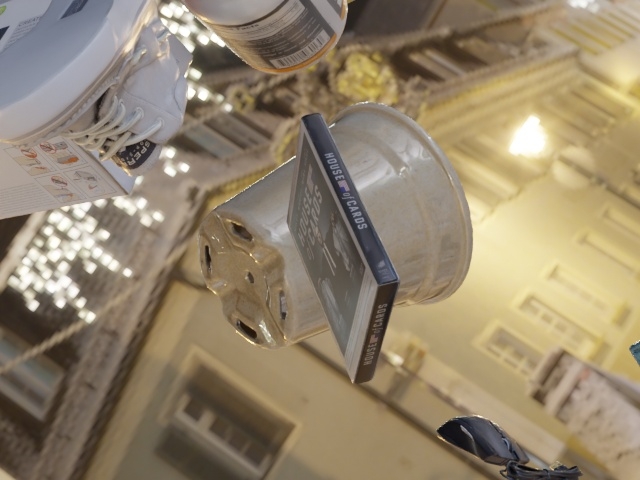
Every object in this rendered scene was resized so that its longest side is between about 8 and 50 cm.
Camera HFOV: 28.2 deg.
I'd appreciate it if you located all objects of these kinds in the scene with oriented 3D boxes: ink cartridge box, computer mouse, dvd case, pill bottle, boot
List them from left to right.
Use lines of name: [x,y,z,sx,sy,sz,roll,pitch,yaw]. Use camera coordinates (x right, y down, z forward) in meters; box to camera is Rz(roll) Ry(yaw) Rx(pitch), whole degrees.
ink cartridge box: [-0.312,-0.170,1.429,0.130,0.309,0.272,48,-132,-37]
boot: [-0.141,-0.095,0.847,0.258,0.095,0.123,-75,-36,-59]
pill bottle: [-0.078,-0.307,1.478,0.162,0.162,0.278,-57,-21,0]
dvd case: [0.018,0.008,1.369,0.029,0.238,0.179,-11,-37,-17]
computer mouse: [0.325,0.347,2.134,0.262,0.184,0.060,23,98,63]

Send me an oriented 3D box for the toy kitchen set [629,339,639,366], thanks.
toy kitchen set: [0.497,0.235,1.780,0.166,0.207,0.122,-25,-11,-34]

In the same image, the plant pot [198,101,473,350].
plant pot: [0.000,0.000,1.878,0.305,0.334,0.334,-26,-29,-34]

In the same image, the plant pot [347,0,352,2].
plant pot: [0.017,-0.457,2.032,0.134,0.134,0.095,-57,-32,0]
